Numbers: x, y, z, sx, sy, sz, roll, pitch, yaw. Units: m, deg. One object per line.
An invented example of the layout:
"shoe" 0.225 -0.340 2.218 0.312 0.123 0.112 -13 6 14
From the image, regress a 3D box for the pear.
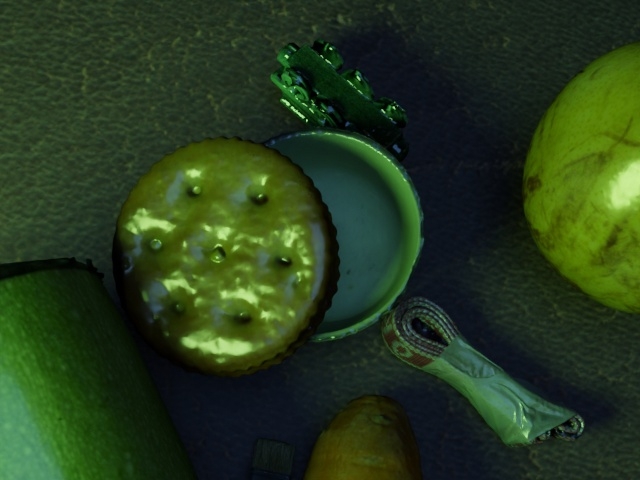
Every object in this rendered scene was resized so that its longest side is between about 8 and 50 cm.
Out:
"pear" 0.339 -0.066 0.953 0.281 0.281 0.280 2 78 -7

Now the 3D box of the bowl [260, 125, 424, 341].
"bowl" 0.000 0.000 0.954 0.211 0.112 0.211 -1 82 8

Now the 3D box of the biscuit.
"biscuit" -0.089 0.017 0.876 0.221 0.066 0.220 -2 80 10

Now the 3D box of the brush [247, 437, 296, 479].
"brush" -0.054 0.261 0.908 0.043 0.014 0.170 12 44 -2

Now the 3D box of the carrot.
"carrot" 0.034 0.259 0.914 0.159 0.159 0.225 12 64 -5

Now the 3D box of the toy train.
"toy train" 0.021 -0.135 1.003 0.170 0.111 0.071 43 75 6

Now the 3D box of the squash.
"squash" -0.234 0.229 0.812 0.263 0.263 0.384 -23 81 -12

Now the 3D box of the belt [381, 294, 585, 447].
"belt" 0.164 0.143 0.990 0.232 0.053 0.071 35 68 1
